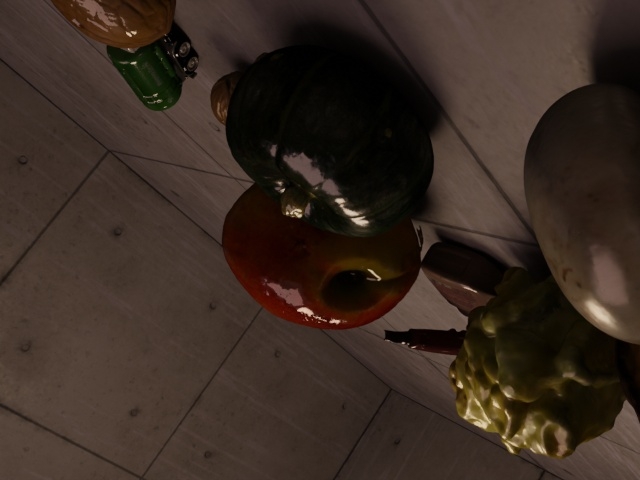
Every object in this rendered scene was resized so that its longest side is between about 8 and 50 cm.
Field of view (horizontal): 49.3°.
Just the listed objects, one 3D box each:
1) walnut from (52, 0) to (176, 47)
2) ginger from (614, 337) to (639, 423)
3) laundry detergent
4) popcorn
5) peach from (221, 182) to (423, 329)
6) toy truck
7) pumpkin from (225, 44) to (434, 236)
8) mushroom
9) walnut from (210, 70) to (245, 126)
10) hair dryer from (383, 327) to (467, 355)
[{"bbox_3d":[-0.298,-0.365,0.986,0.207,0.167,0.167,40,166,-13],"label":"walnut"},{"bbox_3d":[0.392,0.118,0.732,0.165,0.321,0.172,-19,110,36],"label":"ginger"},{"bbox_3d":[0.303,0.102,1.328,0.171,0.076,0.237,22,163,41],"label":"laundry detergent"},{"bbox_3d":[0.347,0.183,1.083,0.312,0.312,0.312,33,167,9],"label":"popcorn"},{"bbox_3d":[0.001,0.002,1.258,0.373,0.373,0.289,19,130,50],"label":"peach"},{"bbox_3d":[-0.300,-0.329,1.194,0.101,0.125,0.242,31,165,21],"label":"toy truck"},{"bbox_3d":[0.004,-0.126,0.966,0.300,0.207,0.300,34,169,8],"label":"pumpkin"},{"bbox_3d":[0.308,-0.035,0.619,0.244,0.243,0.243,33,167,9],"label":"mushroom"},{"bbox_3d":[-0.129,-0.231,1.181,0.105,0.105,0.124,27,176,32],"label":"walnut"},{"bbox_3d":[0.270,0.216,1.454,0.341,0.123,0.312,9,168,-16],"label":"hair dryer"}]
